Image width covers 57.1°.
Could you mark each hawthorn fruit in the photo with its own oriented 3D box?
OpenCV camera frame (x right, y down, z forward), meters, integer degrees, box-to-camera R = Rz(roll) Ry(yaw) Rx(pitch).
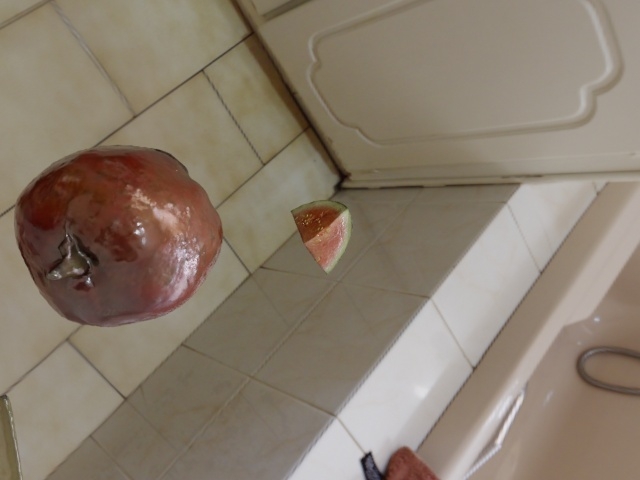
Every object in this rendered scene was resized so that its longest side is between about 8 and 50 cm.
[{"bbox_3d":[-0.222,-0.005,0.650,0.215,0.249,0.215,1,102,5],"label":"hawthorn fruit"}]

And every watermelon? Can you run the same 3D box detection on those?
[{"bbox_3d":[0.000,0.000,1.049,0.094,0.125,0.135,-31,115,-58],"label":"watermelon"}]

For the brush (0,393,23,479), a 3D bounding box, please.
[{"bbox_3d":[-0.138,0.191,0.255,0.043,0.036,0.248,3,56,-50],"label":"brush"}]
